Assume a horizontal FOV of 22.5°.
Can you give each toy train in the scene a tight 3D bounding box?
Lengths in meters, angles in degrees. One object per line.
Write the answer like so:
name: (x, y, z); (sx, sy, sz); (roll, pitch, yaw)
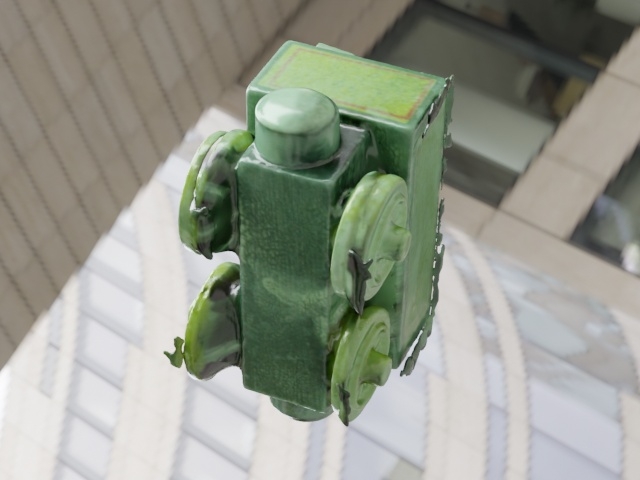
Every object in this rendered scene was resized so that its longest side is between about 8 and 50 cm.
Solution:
toy train: (0.000, 0.000, 1.128); (0.188, 0.159, 0.272); (-55, -26, -46)
